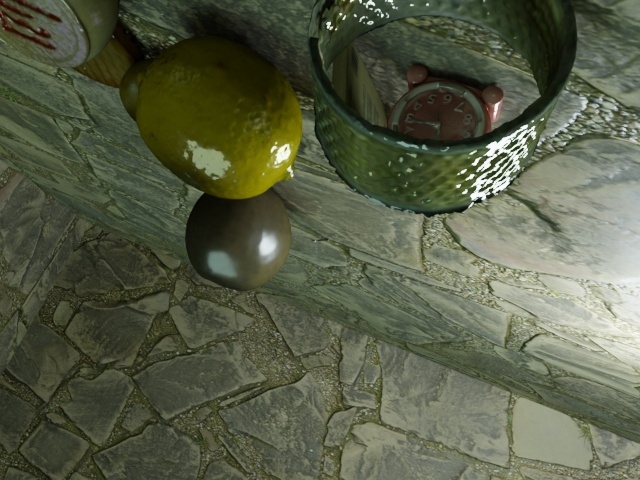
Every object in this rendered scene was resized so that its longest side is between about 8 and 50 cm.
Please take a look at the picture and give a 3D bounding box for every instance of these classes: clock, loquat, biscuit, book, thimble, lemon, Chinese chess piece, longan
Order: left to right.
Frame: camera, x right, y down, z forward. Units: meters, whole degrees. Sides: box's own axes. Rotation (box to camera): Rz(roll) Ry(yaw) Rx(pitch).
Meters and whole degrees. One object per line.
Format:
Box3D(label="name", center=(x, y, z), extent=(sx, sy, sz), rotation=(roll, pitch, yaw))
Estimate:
Box3D(label="Chinese chess piece", center=(-0.457, -0.405, 0.987), extent=(0.269, 0.112, 0.270), rotation=(19, 153, 10))
Box3D(label="biscuit", center=(-0.490, -0.412, 1.224), extent=(0.317, 0.040, 0.318), rotation=(24, 165, 7))
Box3D(label="loquat", center=(-0.303, -0.277, 1.188), extent=(0.195, 0.152, 0.152), rotation=(8, 160, 19))
Box3D(label="lemon", center=(-0.166, -0.203, 1.026), extent=(0.284, 0.260, 0.260), rotation=(40, 168, 13))
Box3D(label="longan", center=(-0.211, -0.020, 1.619), extent=(0.297, 0.298, 0.297), rotation=(23, 164, 7))
Box3D(label="book", center=(0.068, -0.176, 0.933), extent=(0.026, 0.161, 0.231), rotation=(-8, 151, 21))
Box3D(label="thimble", center=(0.116, -0.177, 0.655), extent=(0.270, 0.271, 0.150), rotation=(22, 163, 12))
Box3D(label="clock", center=(0.165, -0.144, 0.873), extent=(0.165, 0.162, 0.093), rotation=(21, 167, 16))

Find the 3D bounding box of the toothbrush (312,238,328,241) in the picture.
Box3D(label="toothbrush", center=(0.000, 0.000, 1.882), extent=(0.008, 0.006, 0.097), rotation=(22, 168, -27))
